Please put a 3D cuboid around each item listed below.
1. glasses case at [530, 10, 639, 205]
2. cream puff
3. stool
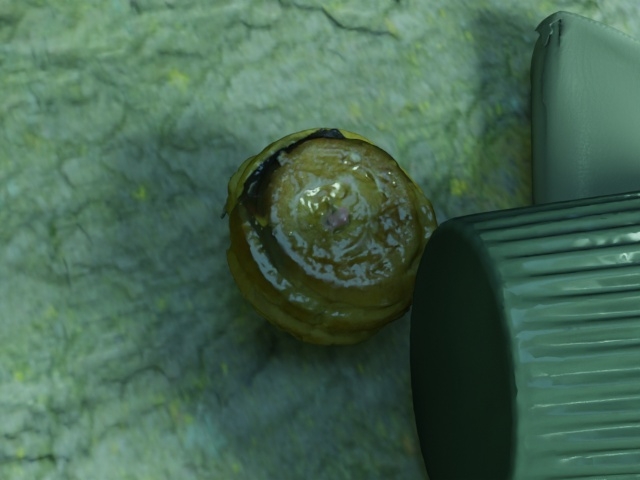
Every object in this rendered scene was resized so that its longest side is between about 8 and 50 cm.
[{"bbox_3d":[0.249,-0.061,1.691,0.128,0.083,0.308,11,53,-10],"label":"glasses case"},{"bbox_3d":[0.000,0.000,1.573,0.189,0.129,0.189,6,62,-12],"label":"cream puff"},{"bbox_3d":[0.258,0.097,1.441,0.330,0.297,0.297,-4,56,-15],"label":"stool"}]
